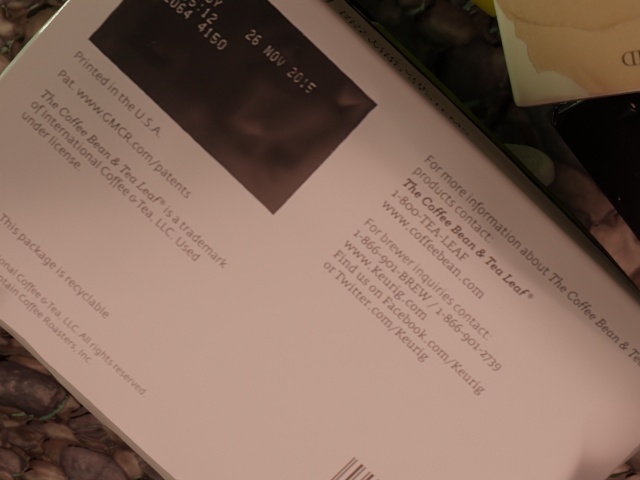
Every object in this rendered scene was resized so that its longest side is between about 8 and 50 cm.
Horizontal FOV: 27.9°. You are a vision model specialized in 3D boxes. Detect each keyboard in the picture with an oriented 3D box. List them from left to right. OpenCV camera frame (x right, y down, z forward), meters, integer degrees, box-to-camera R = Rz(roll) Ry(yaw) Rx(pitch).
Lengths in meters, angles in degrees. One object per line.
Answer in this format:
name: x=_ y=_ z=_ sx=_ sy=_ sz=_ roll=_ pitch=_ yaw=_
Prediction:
keyboard: x=0.252 y=-0.048 z=0.894 sx=0.108 sy=0.023 sz=0.180 roll=-28 pitch=115 yaw=32

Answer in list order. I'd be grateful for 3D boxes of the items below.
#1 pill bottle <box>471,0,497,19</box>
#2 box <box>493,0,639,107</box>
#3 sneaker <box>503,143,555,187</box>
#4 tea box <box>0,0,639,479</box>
pill bottle: x=0.120 y=-0.172 z=0.810 sx=0.116 sy=0.065 sz=0.065 roll=34 pitch=122 yaw=-11
box: x=0.154 y=-0.239 z=0.672 sx=0.148 sy=0.121 sz=0.311 roll=-7 pitch=107 yaw=30
sneaker: x=0.098 y=-0.014 z=0.922 sx=0.152 sy=0.058 sz=0.084 roll=-13 pitch=122 yaw=14
tea box: x=0.000 y=0.000 z=0.726 sx=0.329 sy=0.323 sz=0.220 roll=44 pitch=101 yaw=-1
